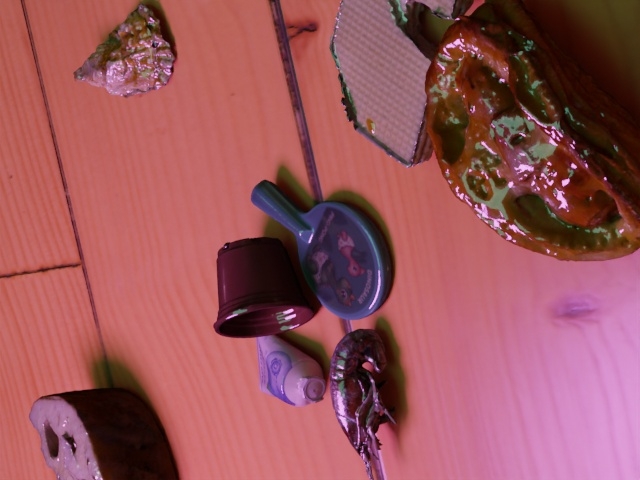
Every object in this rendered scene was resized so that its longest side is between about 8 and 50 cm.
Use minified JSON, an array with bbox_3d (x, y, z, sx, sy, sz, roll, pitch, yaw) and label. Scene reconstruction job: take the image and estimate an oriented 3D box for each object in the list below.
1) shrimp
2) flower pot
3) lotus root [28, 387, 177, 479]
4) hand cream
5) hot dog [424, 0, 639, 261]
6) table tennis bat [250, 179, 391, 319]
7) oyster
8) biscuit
[{"bbox_3d":[0.046,0.173,1.763,0.056,0.065,0.165,-129,27,-76],"label":"shrimp"},{"bbox_3d":[-0.067,0.047,1.834,0.111,0.111,0.089,-34,60,50],"label":"flower pot"},{"bbox_3d":[-0.262,0.285,2.125,0.138,0.119,0.234,-38,71,50],"label":"lotus root"},{"bbox_3d":[-0.040,0.145,1.870,0.142,0.053,0.084,22,119,56],"label":"hand cream"},{"bbox_3d":[0.184,-0.088,1.462,0.259,0.114,0.175,51,137,27],"label":"hot dog"},{"bbox_3d":[0.000,0.000,1.783,0.201,0.033,0.124,40,129,29],"label":"table tennis bat"},{"bbox_3d":[-0.220,-0.220,1.975,0.146,0.045,0.121,31,110,40],"label":"oyster"},{"bbox_3d":[0.078,-0.206,1.605,0.147,0.046,0.250,38,128,35],"label":"biscuit"}]
